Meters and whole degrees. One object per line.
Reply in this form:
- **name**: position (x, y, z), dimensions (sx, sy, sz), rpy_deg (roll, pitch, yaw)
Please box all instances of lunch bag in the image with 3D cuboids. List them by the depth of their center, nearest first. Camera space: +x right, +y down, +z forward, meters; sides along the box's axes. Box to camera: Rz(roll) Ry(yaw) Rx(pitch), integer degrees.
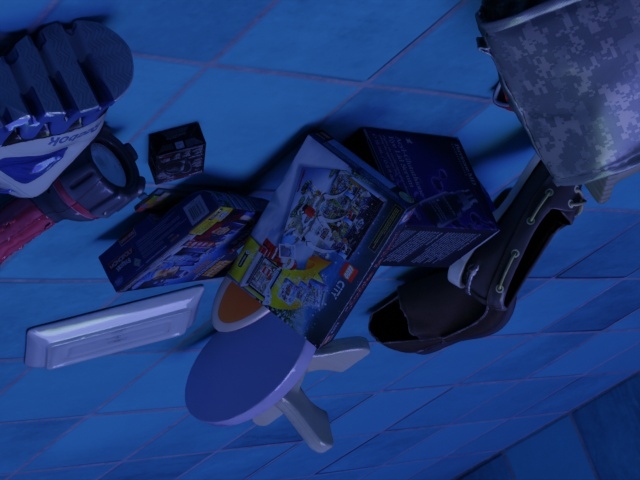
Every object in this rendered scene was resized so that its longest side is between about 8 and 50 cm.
- **lunch bag**: position (0.334, -0.217, 1.686), dimensions (0.287, 0.169, 0.235), rpy_deg (-25, 119, 9)

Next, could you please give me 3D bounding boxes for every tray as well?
- **tray**: position (-0.305, 0.137, 2.255), dimensions (0.270, 0.030, 0.145), rpy_deg (-14, 157, -18)

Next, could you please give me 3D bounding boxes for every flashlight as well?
- **flashlight**: position (-0.339, -0.018, 1.732), dimensions (0.304, 0.103, 0.103), rpy_deg (-32, 158, 25)

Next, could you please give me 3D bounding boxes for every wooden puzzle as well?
- **wooden puzzle**: position (-0.203, -0.049, 1.921), dimensions (0.049, 0.006, 0.083), rpy_deg (-35, 155, 33)

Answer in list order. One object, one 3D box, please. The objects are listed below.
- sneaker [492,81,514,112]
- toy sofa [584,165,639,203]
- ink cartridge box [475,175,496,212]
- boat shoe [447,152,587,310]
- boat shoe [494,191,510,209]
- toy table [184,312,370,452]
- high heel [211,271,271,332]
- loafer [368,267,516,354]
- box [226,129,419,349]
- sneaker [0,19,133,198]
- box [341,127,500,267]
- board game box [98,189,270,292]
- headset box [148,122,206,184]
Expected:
- **sneaker**: position (0.278, -0.202, 1.957), dimensions (0.118, 0.042, 0.067), rpy_deg (-31, 161, 30)
- **toy sofa**: position (0.474, -0.209, 1.920), dimensions (0.363, 0.150, 0.177), rpy_deg (-25, 156, -11)
- **ink cartridge box**: position (0.221, -0.050, 2.203), dimensions (0.046, 0.097, 0.207), rpy_deg (-25, 158, 10)
- **boat shoe**: position (0.313, -0.046, 2.123), dimensions (0.324, 0.097, 0.116), rpy_deg (-50, 156, -7)
- **boat shoe**: position (0.287, -0.031, 2.380), dimensions (0.045, 0.050, 0.135), rpy_deg (-5, 154, -25)
- **toy table**: position (-0.066, 0.210, 2.415), dimensions (0.274, 0.252, 0.161), rpy_deg (-26, 144, 36)
- **high heel**: position (-0.056, 0.028, 2.080), dimensions (0.244, 0.082, 0.117), rpy_deg (-53, 175, 10)
- **loafer**: position (0.197, 0.116, 2.517), dimensions (0.130, 0.133, 0.366), rpy_deg (-3, 158, -29)
- **box**: position (0.000, 0.000, 1.917), dimensions (0.233, 0.159, 0.044), rpy_deg (-58, 166, 25)
- **sneaker**: position (-0.340, -0.098, 1.496), dimensions (0.316, 0.127, 0.182), rpy_deg (-16, 157, -19)
- **box**: position (0.116, -0.054, 2.016), dimensions (0.207, 0.153, 0.108), rpy_deg (0, 150, -47)
- **board game box**: position (-0.157, -0.005, 1.991), dimensions (0.194, 0.060, 0.194), rpy_deg (-37, 161, 23)
- **headset box**: position (-0.170, -0.100, 1.790), dimensions (0.062, 0.032, 0.083), rpy_deg (-16, 160, -13)
